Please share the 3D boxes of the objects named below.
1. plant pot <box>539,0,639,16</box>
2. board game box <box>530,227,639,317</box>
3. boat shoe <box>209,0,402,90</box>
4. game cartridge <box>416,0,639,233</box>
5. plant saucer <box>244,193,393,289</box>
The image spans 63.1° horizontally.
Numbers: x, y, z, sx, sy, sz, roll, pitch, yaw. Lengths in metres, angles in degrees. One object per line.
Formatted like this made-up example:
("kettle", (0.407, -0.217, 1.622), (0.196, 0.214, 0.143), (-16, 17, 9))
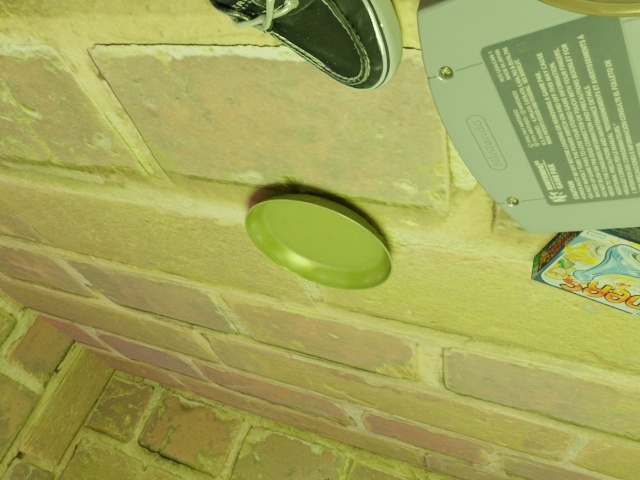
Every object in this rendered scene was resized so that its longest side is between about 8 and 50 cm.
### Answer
("plant pot", (0.158, -0.208, 0.226), (0.238, 0.109, 0.237), (15, 135, 16))
("board game box", (0.377, 0.038, 0.616), (0.201, 0.035, 0.136), (19, 151, 5))
("boat shoe", (-0.049, -0.217, 0.415), (0.108, 0.102, 0.301), (-11, 137, 45))
("game cartridge", (0.214, -0.115, 0.459), (0.198, 0.062, 0.297), (0, 144, 42))
("plant saucer", (0.000, 0.000, 0.811), (0.241, 0.037, 0.241), (16, 151, 9))
